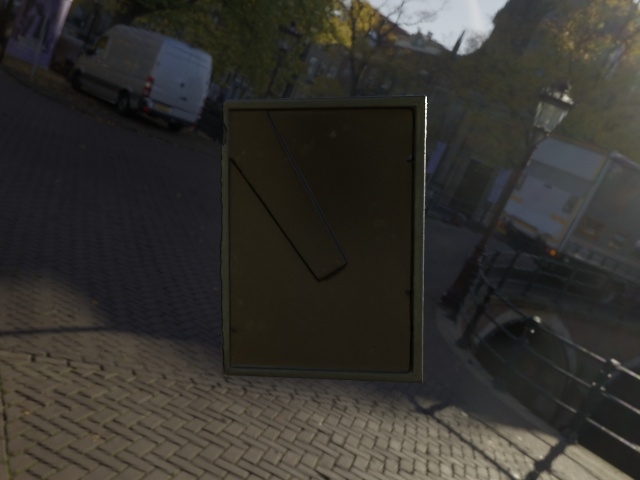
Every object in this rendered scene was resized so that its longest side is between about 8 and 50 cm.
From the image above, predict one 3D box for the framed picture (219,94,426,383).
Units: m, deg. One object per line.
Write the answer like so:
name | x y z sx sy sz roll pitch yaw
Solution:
framed picture | 0.000 0.000 0.625 0.211 0.289 0.020 0 4 6
